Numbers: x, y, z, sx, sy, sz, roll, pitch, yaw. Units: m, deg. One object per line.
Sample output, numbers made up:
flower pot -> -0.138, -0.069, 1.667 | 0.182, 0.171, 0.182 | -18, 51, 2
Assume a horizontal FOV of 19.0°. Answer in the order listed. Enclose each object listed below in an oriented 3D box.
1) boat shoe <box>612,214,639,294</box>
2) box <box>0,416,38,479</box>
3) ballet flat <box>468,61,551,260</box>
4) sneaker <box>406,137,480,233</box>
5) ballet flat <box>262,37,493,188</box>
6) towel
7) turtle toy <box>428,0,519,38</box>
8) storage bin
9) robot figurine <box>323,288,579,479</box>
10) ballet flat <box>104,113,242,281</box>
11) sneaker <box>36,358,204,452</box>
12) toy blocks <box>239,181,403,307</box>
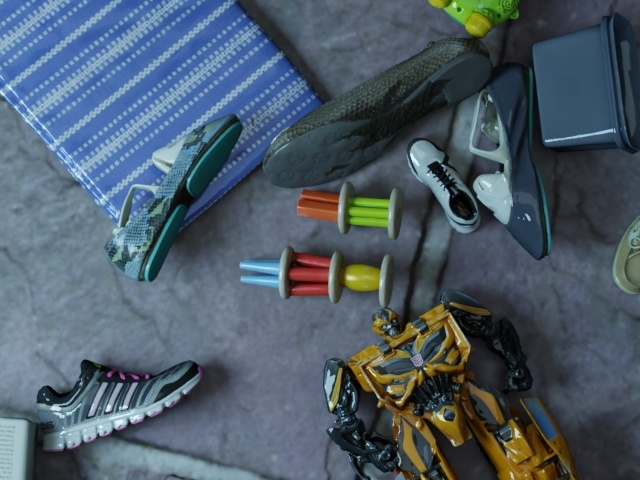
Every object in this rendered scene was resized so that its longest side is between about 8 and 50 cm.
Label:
boat shoe -> 0.344, -0.014, 1.890 | 0.056, 0.048, 0.153 | 39, 82, 2
box -> -0.329, 0.301, 1.785 | 0.113, 0.094, 0.275 | 5, 83, -3
ballet flat -> 0.182, -0.077, 1.879 | 0.074, 0.074, 0.203 | -4, 77, -4
sneaker -> 0.125, -0.058, 1.886 | 0.040, 0.044, 0.109 | -36, 84, -5
ballet flat -> 0.052, -0.131, 1.874 | 0.250, 0.084, 0.058 | -30, 51, 4
towel -> -0.192, -0.181, 1.891 | 0.243, 0.040, 0.336 | -41, 89, -9
turtle toy -> 0.144, -0.260, 1.901 | 0.130, 0.066, 0.095 | 38, 82, 2
storage bin -> 0.266, -0.148, 1.889 | 0.091, 0.098, 0.135 | -8, 83, 23
robot figurine -> 0.134, 0.189, 1.832 | 0.211, 0.085, 0.291 | -31, 85, -8
ballet flat -> -0.146, -0.052, 1.831 | 0.070, 0.070, 0.188 | 31, 77, 1
sneaker -> -0.198, 0.142, 1.829 | 0.170, 0.063, 0.075 | -22, 90, -1
toy blocks -> 0.000, 0.000, 1.864 | 0.148, 0.054, 0.123 | 5, 74, 11
